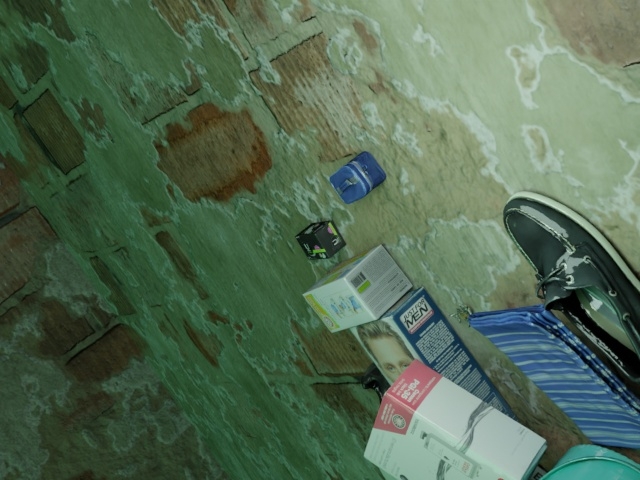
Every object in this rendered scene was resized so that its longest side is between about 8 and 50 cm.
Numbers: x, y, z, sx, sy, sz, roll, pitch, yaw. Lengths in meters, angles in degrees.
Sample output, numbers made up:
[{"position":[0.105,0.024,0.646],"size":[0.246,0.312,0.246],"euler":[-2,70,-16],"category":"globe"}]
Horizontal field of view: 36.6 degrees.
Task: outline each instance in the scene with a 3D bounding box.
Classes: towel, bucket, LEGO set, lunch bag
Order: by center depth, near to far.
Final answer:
[{"position":[0.402,0.230,1.570],"size":[0.336,0.040,0.243],"euler":[44,163,-8],"category":"towel"},{"position":[0.484,0.503,1.682],"size":[0.281,0.183,0.281],"euler":[33,150,22],"category":"bucket"},{"position":[0.064,-0.109,1.718],"size":[0.067,0.065,0.098],"euler":[52,153,-2],"category":"lunch bag"},{"position":[0.273,0.134,1.753],"size":[0.083,0.023,0.054],"euler":[17,141,28],"category":"LEGO set"}]

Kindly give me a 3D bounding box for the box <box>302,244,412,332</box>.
[{"position":[0.069,0.098,1.904],"size":[0.103,0.114,0.203],"euler":[52,153,-5],"category":"box"}]

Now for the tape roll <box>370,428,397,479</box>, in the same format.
[{"position":[0.276,0.538,2.169],"size":[0.392,0.072,0.392],"euler":[36,148,27],"category":"tape roll"}]

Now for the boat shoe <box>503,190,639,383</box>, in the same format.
[{"position":[0.379,0.074,1.418],"size":[0.340,0.113,0.127],"euler":[48,153,6],"category":"boat shoe"}]

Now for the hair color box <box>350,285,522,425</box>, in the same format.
[{"position":[0.224,0.269,1.890],"size":[0.347,0.105,0.174],"euler":[55,151,-5],"category":"hair color box"}]

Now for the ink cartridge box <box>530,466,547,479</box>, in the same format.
[{"position":[0.369,0.523,1.883],"size":[0.234,0.193,0.088],"euler":[35,148,27],"category":"ink cartridge box"}]

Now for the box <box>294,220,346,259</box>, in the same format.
[{"position":[0.000,0.000,1.957],"size":[0.062,0.052,0.083],"euler":[58,153,-14],"category":"box"}]

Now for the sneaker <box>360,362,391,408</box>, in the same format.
[{"position":[0.179,0.341,2.040],"size":[0.234,0.106,0.078],"euler":[39,151,22],"category":"sneaker"}]

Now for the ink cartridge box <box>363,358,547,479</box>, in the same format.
[{"position":[0.241,0.382,1.768],"size":[0.283,0.117,0.207],"euler":[31,134,20],"category":"ink cartridge box"}]
